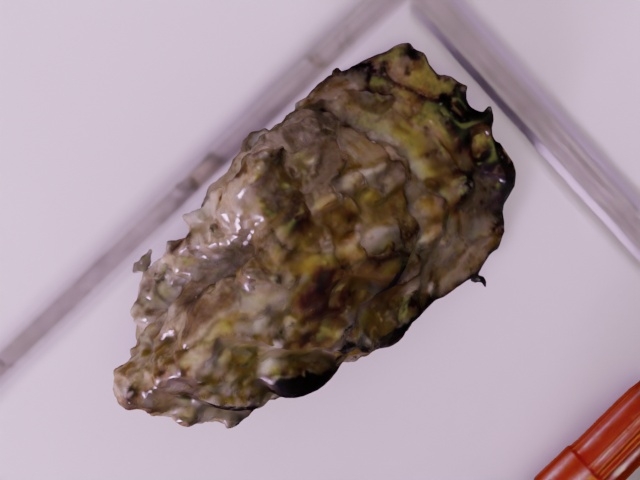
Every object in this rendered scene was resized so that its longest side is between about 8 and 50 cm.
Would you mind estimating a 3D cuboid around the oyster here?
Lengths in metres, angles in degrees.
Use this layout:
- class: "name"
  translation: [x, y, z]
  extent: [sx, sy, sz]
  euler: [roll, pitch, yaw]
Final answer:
- class: "oyster"
  translation: [-0.005, 0.006, 0.659]
  extent: [0.177, 0.056, 0.105]
  euler: [-29, 114, -4]

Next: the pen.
- class: "pen"
  translation: [0.059, 0.147, 0.714]
  extent: [0.028, 0.028, 0.239]
  euler: [42, 96, -16]
